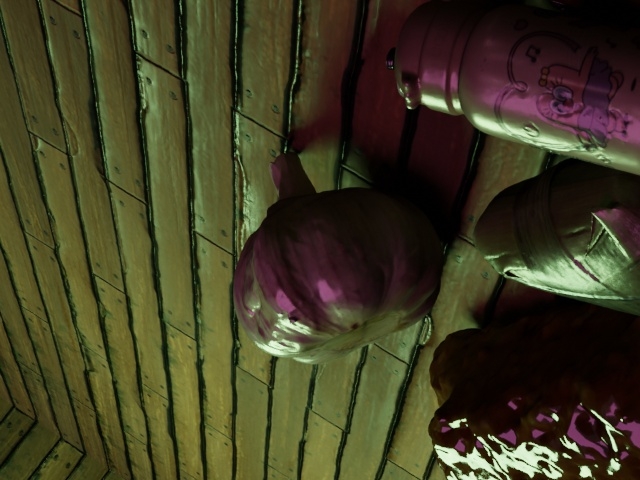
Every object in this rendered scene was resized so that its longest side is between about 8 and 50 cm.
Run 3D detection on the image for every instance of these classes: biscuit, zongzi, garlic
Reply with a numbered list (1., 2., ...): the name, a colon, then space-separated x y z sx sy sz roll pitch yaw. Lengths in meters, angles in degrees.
1. biscuit: 0.295 0.214 1.341 0.342 0.166 0.395 40 154 -12
2. zongzi: 0.262 0.024 1.124 0.242 0.112 0.221 36 160 -20
3. garlic: 0.000 0.000 1.368 0.218 0.218 0.212 102 146 -64

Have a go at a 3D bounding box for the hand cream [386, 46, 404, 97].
1. hand cream: 0.136 -0.120 1.100 0.186 0.054 0.087 17 146 23

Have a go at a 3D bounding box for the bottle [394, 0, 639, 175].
1. bottle: 0.157 -0.120 1.005 0.209 0.110 0.097 18 147 25

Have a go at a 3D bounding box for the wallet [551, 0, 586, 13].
1. wallet: 0.134 -0.254 0.881 0.137 0.031 0.255 32 155 11
